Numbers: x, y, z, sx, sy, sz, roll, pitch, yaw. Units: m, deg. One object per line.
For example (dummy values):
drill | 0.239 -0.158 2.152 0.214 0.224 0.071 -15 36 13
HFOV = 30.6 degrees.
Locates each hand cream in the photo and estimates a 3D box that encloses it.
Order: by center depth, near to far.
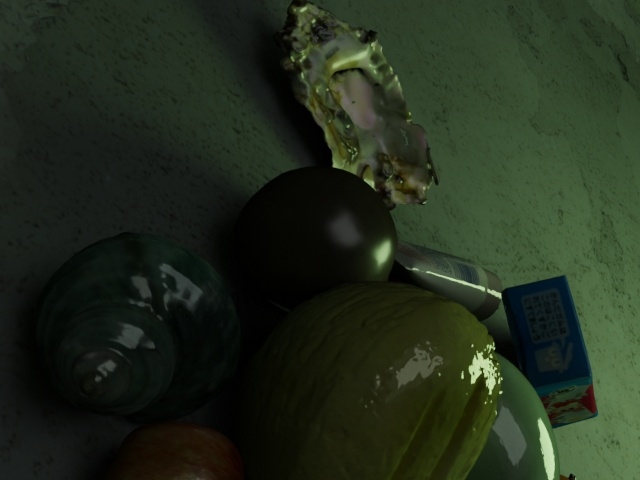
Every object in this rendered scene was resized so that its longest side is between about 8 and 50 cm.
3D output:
hand cream | 0.164 0.049 1.704 0.248 0.133 0.083 24 96 -39

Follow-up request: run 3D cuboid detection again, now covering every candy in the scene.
candy | 0.345 0.173 1.735 0.306 0.100 0.157 55 22 -66

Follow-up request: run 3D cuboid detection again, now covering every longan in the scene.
longan | 0.000 0.000 1.469 0.220 0.197 0.196 8 63 -60

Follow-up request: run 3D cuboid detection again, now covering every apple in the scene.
apple | -0.153 0.252 1.183 0.131 0.146 0.146 25 47 -5

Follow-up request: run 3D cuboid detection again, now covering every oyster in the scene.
oyster | 0.042 -0.195 1.716 0.201 0.107 0.354 -33 108 -32

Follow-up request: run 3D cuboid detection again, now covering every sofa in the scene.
sofa | -0.061 0.129 1.440 0.147 0.060 0.085 32 31 -34

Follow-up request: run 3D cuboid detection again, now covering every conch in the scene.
conch | -0.192 0.101 1.218 0.277 0.196 0.220 -44 136 -76

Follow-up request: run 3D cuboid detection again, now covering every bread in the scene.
bread | 0.061 0.199 1.331 0.321 0.237 0.320 -13 117 -26

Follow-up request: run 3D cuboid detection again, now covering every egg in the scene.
egg | 0.206 0.271 1.537 0.203 0.203 0.282 -14 81 -52

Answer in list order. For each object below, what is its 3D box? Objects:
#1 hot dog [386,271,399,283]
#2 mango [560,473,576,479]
hot dog | 0.066 0.107 1.585 0.092 0.062 0.235 60 29 -30
mango | 0.310 0.441 1.614 0.156 0.151 0.248 75 23 -56
